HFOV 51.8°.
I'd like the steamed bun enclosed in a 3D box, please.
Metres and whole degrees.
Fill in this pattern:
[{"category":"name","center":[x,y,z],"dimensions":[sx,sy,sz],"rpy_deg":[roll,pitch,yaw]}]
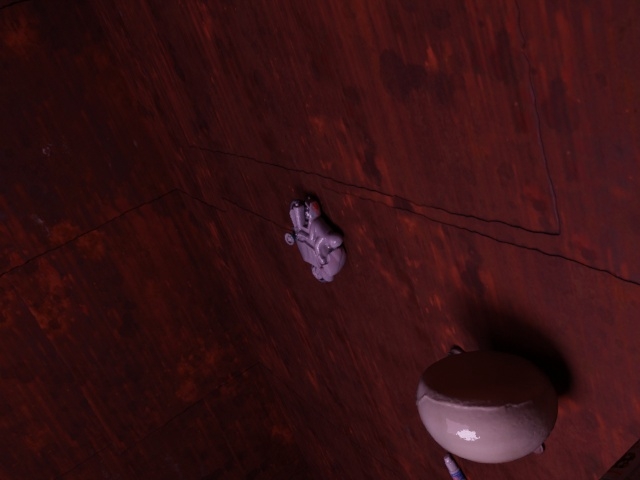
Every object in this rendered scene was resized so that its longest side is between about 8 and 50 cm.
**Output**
[{"category":"steamed bun","center":[0.340,0.351,1.350],"dimensions":[0.283,0.282,0.177],"rpy_deg":[13,114,60]}]

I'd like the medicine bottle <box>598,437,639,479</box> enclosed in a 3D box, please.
[{"category":"medicine bottle","center":[0.546,0.384,1.099],"dimensions":[0.086,0.183,0.086],"rpy_deg":[44,154,29]}]

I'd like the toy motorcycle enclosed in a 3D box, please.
[{"category":"toy motorcycle","center":[0.000,0.000,1.872],"dimensions":[0.170,0.110,0.260],"rpy_deg":[-4,109,48]}]

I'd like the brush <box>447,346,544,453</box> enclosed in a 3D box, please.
[{"category":"brush","center":[0.404,0.394,1.576],"dimensions":[0.313,0.067,0.072],"rpy_deg":[48,155,19]}]

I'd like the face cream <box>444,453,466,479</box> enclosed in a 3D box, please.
[{"category":"face cream","center":[0.414,0.709,2.000],"dimensions":[0.130,0.034,0.034],"rpy_deg":[60,158,-2]}]
